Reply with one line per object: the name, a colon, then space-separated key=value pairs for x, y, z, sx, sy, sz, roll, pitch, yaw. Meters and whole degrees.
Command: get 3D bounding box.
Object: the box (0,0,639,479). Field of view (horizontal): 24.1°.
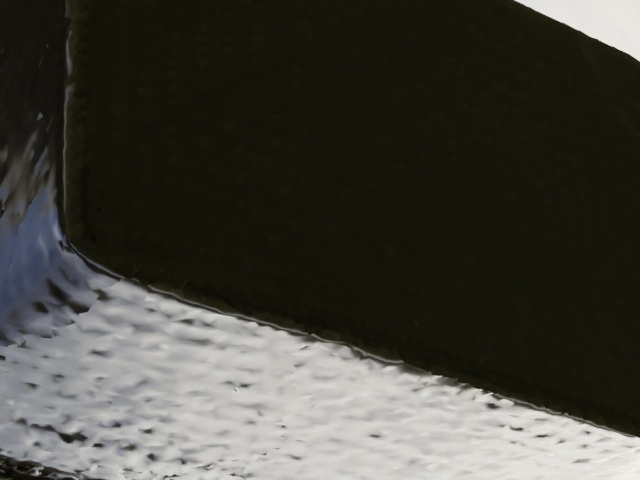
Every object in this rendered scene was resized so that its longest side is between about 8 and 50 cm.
box: x=-0.002 y=0.001 z=0.529 sx=0.273 sy=0.143 sz=0.184 roll=19 pitch=-128 yaw=-33
